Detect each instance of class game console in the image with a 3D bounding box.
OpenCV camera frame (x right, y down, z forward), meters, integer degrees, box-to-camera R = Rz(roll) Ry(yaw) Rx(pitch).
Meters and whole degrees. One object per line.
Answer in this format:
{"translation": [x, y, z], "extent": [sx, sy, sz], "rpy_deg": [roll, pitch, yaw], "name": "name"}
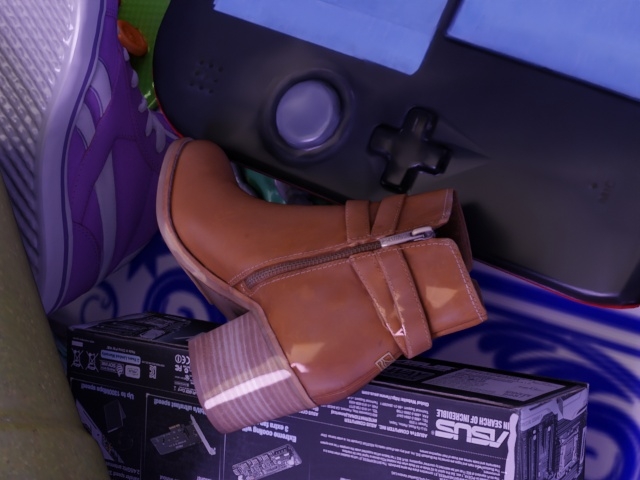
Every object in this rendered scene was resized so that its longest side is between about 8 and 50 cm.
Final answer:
{"translation": [0.101, -0.189, 0.869], "extent": [0.342, 0.060, 0.386], "rpy_deg": [23, 87, 32], "name": "game console"}

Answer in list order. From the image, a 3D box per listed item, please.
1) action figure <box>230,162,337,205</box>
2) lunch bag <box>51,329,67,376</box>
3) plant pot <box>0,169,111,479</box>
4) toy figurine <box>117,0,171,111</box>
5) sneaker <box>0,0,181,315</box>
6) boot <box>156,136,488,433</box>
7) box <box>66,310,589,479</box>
{"translation": [-0.008, 0.029, 0.937], "extent": [0.137, 0.063, 0.232], "rpy_deg": [-33, 68, 21], "name": "action figure"}
{"translation": [-0.306, 0.112, 1.056], "extent": [0.262, 0.160, 0.223], "rpy_deg": [-35, 57, -14], "name": "lunch bag"}
{"translation": [-0.253, 0.062, 0.840], "extent": [0.276, 0.276, 0.253], "rpy_deg": [-22, 71, 29], "name": "plant pot"}
{"translation": [-0.197, -0.167, 1.038], "extent": [0.130, 0.159, 0.173], "rpy_deg": [-40, 61, 21], "name": "toy figurine"}
{"translation": [-0.149, -0.097, 0.976], "extent": [0.102, 0.161, 0.282], "rpy_deg": [26, 120, 26], "name": "sneaker"}
{"translation": [0.000, 0.000, 0.817], "extent": [0.152, 0.073, 0.197], "rpy_deg": [-24, 53, 10], "name": "boot"}
{"translation": [-0.009, 0.180, 0.863], "extent": [0.307, 0.076, 0.242], "rpy_deg": [6, 99, 35], "name": "box"}
